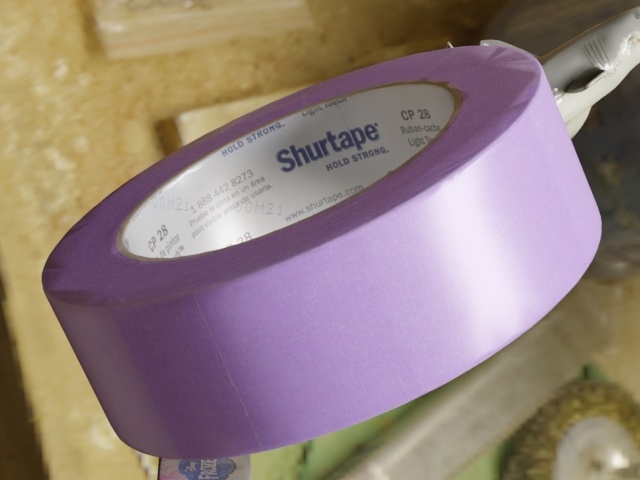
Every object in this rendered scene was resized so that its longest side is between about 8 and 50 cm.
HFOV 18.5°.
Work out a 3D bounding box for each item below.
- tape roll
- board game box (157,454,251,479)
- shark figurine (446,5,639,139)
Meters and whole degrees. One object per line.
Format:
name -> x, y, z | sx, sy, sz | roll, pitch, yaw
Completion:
tape roll -> 0.000, 0.000, 1.006 | 0.275, 0.275, 0.090 | -35, 112, -30
board game box -> -0.082, 0.281, 1.402 | 0.066, 0.318, 0.318 | 0, 100, -3
shark figurine -> 0.175, -0.140, 1.731 | 0.116, 0.166, 0.278 | 47, 40, 14
